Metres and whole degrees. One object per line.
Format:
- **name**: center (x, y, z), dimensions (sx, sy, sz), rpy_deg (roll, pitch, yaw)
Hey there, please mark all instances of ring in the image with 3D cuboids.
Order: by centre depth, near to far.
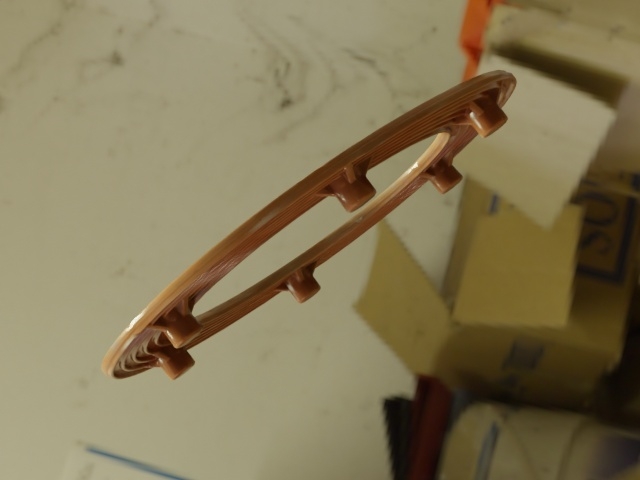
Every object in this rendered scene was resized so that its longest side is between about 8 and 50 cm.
- **ring**: center (0.000, 0.000, 0.995), dimensions (0.336, 0.032, 0.336), rpy_deg (-36, -8, -6)
